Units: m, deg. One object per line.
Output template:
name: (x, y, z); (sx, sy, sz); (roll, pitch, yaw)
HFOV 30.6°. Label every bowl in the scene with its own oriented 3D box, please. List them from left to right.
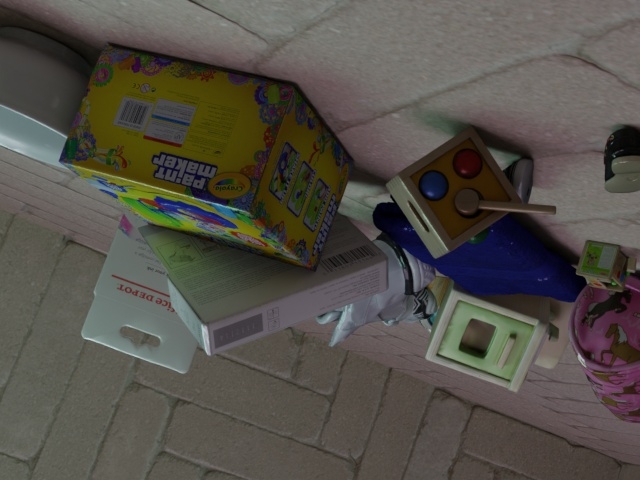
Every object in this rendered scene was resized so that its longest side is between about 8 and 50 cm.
bowl: (-0.417, -0.213, 1.669); (0.297, 0.134, 0.298); (19, 169, 4)

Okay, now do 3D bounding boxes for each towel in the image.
towel: (0.247, 0.007, 1.770); (0.227, 0.076, 0.308); (3, 161, 39)

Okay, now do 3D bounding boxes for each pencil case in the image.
pencil case: (0.500, 0.179, 1.876); (0.160, 0.167, 0.386); (-14, 157, 16)

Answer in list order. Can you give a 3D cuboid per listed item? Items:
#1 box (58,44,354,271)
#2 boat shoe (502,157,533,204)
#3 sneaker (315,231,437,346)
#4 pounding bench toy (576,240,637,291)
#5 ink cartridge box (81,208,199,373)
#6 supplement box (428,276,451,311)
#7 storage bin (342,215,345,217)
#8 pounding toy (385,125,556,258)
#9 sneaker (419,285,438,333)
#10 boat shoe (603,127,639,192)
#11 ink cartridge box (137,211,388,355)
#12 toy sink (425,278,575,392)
box: (-0.145, -0.108, 1.607); (0.289, 0.177, 0.279); (15, 169, 22)
boat shoe: (0.240, -0.070, 1.459); (0.040, 0.049, 0.142); (17, 171, 14)
sneaker: (0.083, 0.091, 2.021); (0.137, 0.210, 0.366); (62, 176, 18)
pounding bench toy: (0.420, 0.041, 1.665); (0.083, 0.052, 0.065); (11, 166, 38)
ink cartridge box: (-0.262, 0.037, 2.029); (0.207, 0.354, 0.119); (21, 168, -6)
supplement box: (0.247, 0.106, 2.237); (0.036, 0.062, 0.098); (31, 164, -38)
storage bin: (0.000, 0.000, 2.083); (0.098, 0.091, 0.135); (19, 168, 3)
pounding toy: (0.177, -0.051, 1.384); (0.141, 0.130, 0.100); (56, 168, 2)
sneaker: (0.286, 0.171, 2.397); (0.109, 0.107, 0.275); (3, 162, 26)
boat shoe: (0.332, -0.083, 1.268); (0.048, 0.042, 0.133); (-4, 163, 12)
ink cartridge box: (-0.088, 0.029, 1.743); (0.261, 0.296, 0.066); (47, 148, 47)
toy sink: (0.317, 0.155, 2.004); (0.234, 0.153, 0.131); (20, -151, 2)
